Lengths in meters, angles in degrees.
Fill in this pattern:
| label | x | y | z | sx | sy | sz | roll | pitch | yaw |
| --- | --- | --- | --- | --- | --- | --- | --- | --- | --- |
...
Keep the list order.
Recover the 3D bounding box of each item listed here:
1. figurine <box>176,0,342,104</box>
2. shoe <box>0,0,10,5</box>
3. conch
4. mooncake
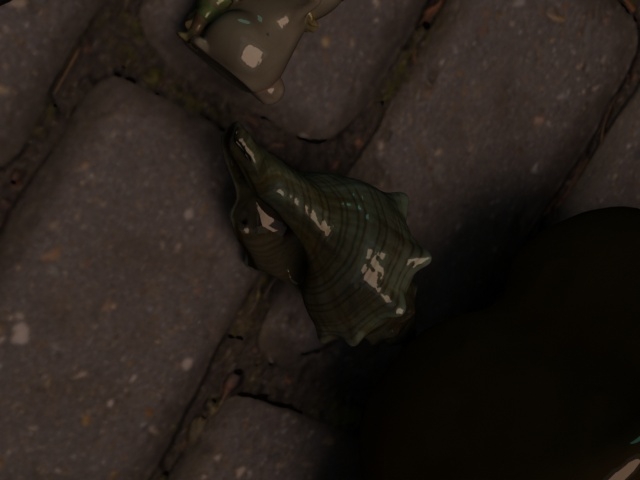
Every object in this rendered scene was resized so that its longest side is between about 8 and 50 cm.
| label | x | y | z | sx | sy | sz | roll | pitch | yaw |
| --- | --- | --- | --- | --- | --- | --- | --- | --- | --- |
| figurine | -0.028 | -0.177 | 0.786 | 0.098 | 0.081 | 0.146 | 36 | 90 | -35 |
| shoe | -0.273 | -0.092 | 0.661 | 0.336 | 0.132 | 0.171 | -25 | 125 | -17 |
| conch | 0.006 | -0.002 | 0.859 | 0.234 | 0.137 | 0.114 | 50 | 54 | -11 |
| mooncake | 0.237 | 0.195 | 0.941 | 0.467 | 0.262 | 0.467 | -21 | 131 | -26 |
